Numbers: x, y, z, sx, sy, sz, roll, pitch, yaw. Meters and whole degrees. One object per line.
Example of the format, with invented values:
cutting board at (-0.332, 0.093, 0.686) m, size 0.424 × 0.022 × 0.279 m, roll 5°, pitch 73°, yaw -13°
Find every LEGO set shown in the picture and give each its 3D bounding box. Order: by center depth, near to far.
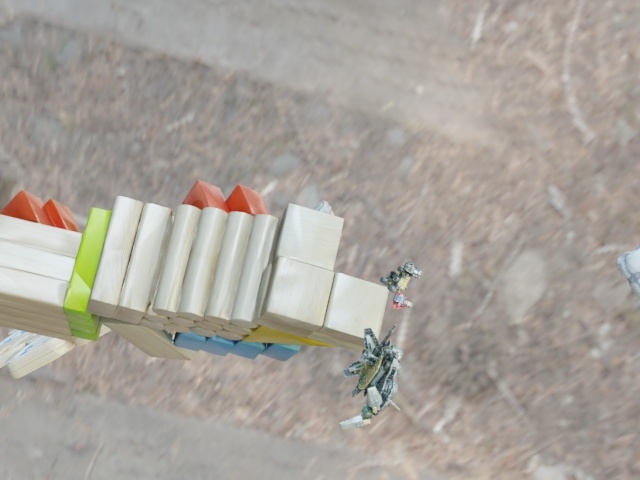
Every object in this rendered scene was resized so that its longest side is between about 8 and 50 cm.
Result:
LEGO set at (0.032, 0.052, 0.882) m, size 0.023 × 0.054 × 0.083 m, roll 27°, pitch 86°, yaw -15°

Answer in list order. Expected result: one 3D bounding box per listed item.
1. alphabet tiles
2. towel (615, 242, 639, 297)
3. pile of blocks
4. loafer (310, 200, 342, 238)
alphabet tiles at (-0.200, 0.052, 1.835) m, size 0.278 × 0.284 × 0.021 m, roll -27°, pitch 100°, yaw 17°
towel at (0.368, 0.027, 1.212) m, size 0.284 × 0.121 × 0.235 m, roll -36°, pitch 89°, yaw 24°
pile of blocks at (-0.105, 0.017, 1.448) m, size 0.362 × 0.149 × 0.112 m, roll 5°, pitch 70°, yaw 24°
loafer at (0.000, 0.000, 1.619) m, size 0.045 × 0.125 × 0.039 m, roll -37°, pitch 99°, yaw 15°
